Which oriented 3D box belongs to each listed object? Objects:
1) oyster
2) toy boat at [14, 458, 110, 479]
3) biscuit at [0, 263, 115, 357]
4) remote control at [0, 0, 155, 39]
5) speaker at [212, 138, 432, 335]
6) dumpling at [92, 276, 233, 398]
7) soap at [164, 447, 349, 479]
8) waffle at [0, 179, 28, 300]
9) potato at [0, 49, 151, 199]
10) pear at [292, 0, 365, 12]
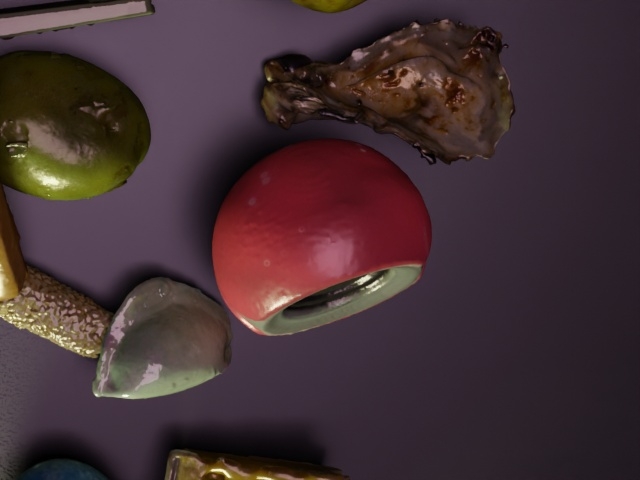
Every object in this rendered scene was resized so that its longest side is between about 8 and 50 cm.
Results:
[{"bbox_3d":[0.090,-0.188,1.810,0.337,0.133,0.198,-4,81,-7],"label":"oyster"},{"bbox_3d":[-0.347,0.441,1.891,0.215,0.123,0.330,-15,118,-2],"label":"toy boat"},{"bbox_3d":[-0.357,0.097,1.812,0.168,0.070,0.082,31,87,-15],"label":"biscuit"},{"bbox_3d":[-0.350,-0.274,1.695,0.285,0.123,0.038,-10,104,-13],"label":"remote control"},{"bbox_3d":[0.000,0.000,1.760,0.294,0.294,0.294,-3,104,-13],"label":"speaker"},{"bbox_3d":[-0.220,0.138,1.835,0.216,0.105,0.149,-20,76,-30],"label":"dumpling"},{"bbox_3d":[-0.103,0.443,1.884,0.259,0.143,0.281,9,87,-1],"label":"soap"},{"bbox_3d":[-0.522,-0.052,1.629,0.304,0.077,0.348,-2,134,-1],"label":"waffle"},{"bbox_3d":[-0.340,-0.145,1.714,0.253,0.148,0.186,0,106,-14],"label":"potato"},{"bbox_3d":[0.003,-0.423,1.663,0.283,0.283,0.284,-3,104,-13],"label":"pear"}]
